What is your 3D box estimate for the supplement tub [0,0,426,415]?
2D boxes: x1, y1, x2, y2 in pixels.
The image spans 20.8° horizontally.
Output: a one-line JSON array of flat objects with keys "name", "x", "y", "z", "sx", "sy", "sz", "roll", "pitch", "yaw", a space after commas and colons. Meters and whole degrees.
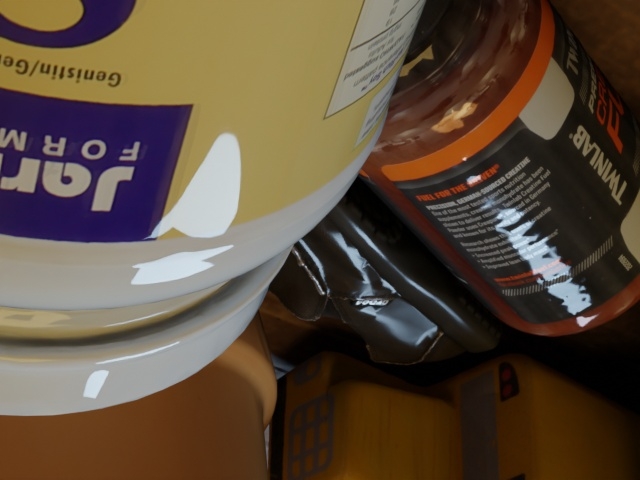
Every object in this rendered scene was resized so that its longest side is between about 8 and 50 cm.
[{"name": "supplement tub", "x": -0.072, "y": -0.132, "z": 0.504, "sx": 0.241, "sy": 0.241, "sz": 0.331, "roll": 4, "pitch": 133, "yaw": -17}]

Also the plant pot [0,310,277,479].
[{"name": "plant pot", "x": -0.139, "y": 0.144, "z": 0.732, "sx": 0.291, "sy": 0.203, "sz": 0.291, "roll": -17, "pitch": 154, "yaw": -8}]

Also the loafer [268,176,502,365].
[{"name": "loafer", "x": 0.000, "y": 0.000, "z": 0.766, "sx": 0.078, "sy": 0.080, "sz": 0.220, "roll": -29, "pitch": 132, "yaw": 19}]

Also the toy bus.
[{"name": "toy bus", "x": 0.128, "y": 0.153, "z": 0.908, "sx": 0.333, "sy": 0.108, "sz": 0.130, "roll": 28, "pitch": 139, "yaw": -34}]

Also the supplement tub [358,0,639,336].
[{"name": "supplement tub", "x": 0.065, "y": -0.049, "z": 0.715, "sx": 0.106, "sy": 0.106, "sz": 0.198, "roll": -30, "pitch": 134, "yaw": 17}]
